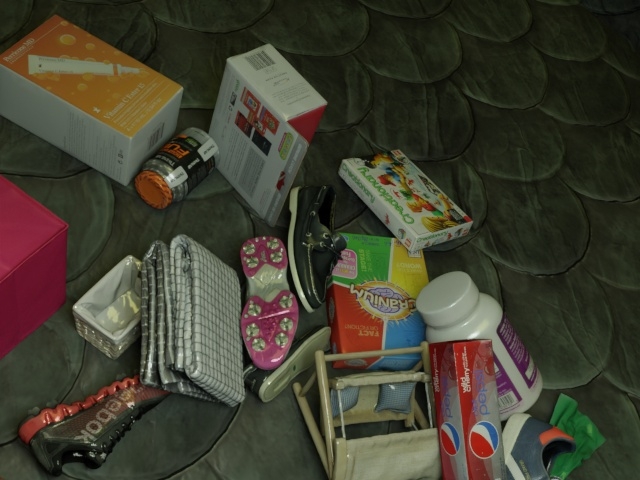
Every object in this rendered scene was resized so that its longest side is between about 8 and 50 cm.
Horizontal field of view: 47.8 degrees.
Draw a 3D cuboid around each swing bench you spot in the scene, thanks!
[{"bbox_3d":[0.109,0.350,1.395,0.253,0.165,0.255,-2,56,-23],"label":"swing bench"}]

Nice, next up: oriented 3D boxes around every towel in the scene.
[{"bbox_3d":[-0.236,0.158,1.347,0.121,0.235,0.284,-12,65,12],"label":"towel"}]

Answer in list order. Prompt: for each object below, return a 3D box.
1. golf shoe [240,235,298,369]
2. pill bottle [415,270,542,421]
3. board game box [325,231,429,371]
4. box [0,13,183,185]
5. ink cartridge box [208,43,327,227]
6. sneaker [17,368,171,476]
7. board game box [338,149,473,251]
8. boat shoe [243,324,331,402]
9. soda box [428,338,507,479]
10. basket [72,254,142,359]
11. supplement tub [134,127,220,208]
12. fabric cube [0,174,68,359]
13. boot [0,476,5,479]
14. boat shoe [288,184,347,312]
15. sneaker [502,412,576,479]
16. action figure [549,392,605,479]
[{"bbox_3d":[-0.103,0.139,1.476,0.115,0.140,0.306,-2,51,-2],"label":"golf shoe"},{"bbox_3d":[0.321,0.215,1.490,0.302,0.169,0.169,56,48,-21],"label":"pill bottle"},{"bbox_3d":[0.133,0.135,1.624,0.242,0.064,0.317,5,54,-17],"label":"board game box"},{"bbox_3d":[-0.523,-0.319,1.641,0.345,0.168,0.215,29,51,2],"label":"box"},{"bbox_3d":[-0.114,-0.228,1.639,0.130,0.309,0.272,-31,71,-35],"label":"ink cartridge box"},{"bbox_3d":[-0.377,0.323,1.275,0.276,0.098,0.135,-20,64,-29],"label":"sneaker"},{"bbox_3d":[0.207,-0.107,1.790,0.192,0.053,0.305,-15,50,-34],"label":"board game box"},{"bbox_3d":[-0.064,0.232,1.471,0.079,0.084,0.233,27,42,30],"label":"boat shoe"},{"bbox_3d":[0.268,0.315,1.324,0.092,0.083,0.264,-2,82,-25],"label":"soda box"},{"bbox_3d":[-0.387,0.133,1.405,0.113,0.103,0.167,35,50,7],"label":"basket"},{"bbox_3d":[-0.324,-0.162,1.635,0.117,0.117,0.190,34,51,6],"label":"supplement tub"},{"bbox_3d":[-0.629,0.051,1.274,0.254,0.258,0.259,36,51,6],"label":"fabric cube"},{"bbox_3d":[-0.563,0.456,1.126,0.152,0.073,0.197,42,55,7],"label":"boot"},{"bbox_3d":[0.001,0.002,1.564,0.113,0.127,0.340,-15,41,13],"label":"boat shoe"},{"bbox_3d":[0.380,0.497,1.355,0.148,0.131,0.350,12,61,34],"label":"sneaker"},{"bbox_3d":[0.508,0.449,1.538,0.137,0.063,0.232,44,49,11],"label":"action figure"}]
